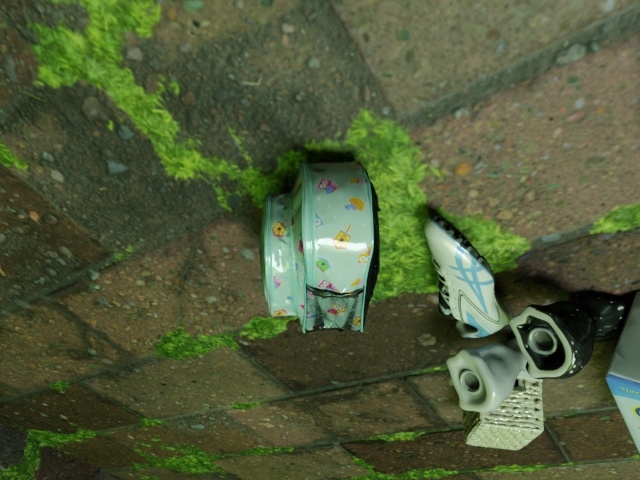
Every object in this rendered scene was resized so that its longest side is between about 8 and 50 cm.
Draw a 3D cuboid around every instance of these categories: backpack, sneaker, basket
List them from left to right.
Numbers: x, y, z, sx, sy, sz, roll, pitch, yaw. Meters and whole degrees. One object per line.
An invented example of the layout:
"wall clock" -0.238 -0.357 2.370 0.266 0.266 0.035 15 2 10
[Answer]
"backpack" 0.000 0.000 0.538 0.145 0.165 0.188 6 133 -8
"sneaker" 0.189 0.060 0.613 0.086 0.085 0.237 -33 126 7
"basket" 0.318 0.301 0.802 0.114 0.103 0.167 3 146 9

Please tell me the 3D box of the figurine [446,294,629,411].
"figurine" 0.317 0.156 0.654 0.210 0.092 0.215 -7 149 -36

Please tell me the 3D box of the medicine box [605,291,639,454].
"medicine box" 0.566 0.227 0.588 0.264 0.149 0.289 10 147 51
